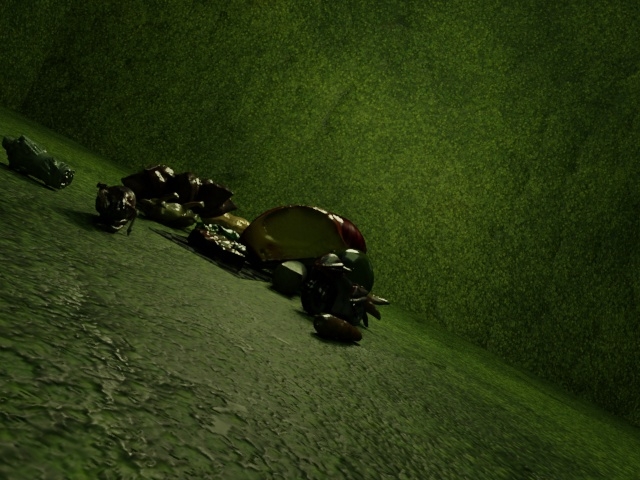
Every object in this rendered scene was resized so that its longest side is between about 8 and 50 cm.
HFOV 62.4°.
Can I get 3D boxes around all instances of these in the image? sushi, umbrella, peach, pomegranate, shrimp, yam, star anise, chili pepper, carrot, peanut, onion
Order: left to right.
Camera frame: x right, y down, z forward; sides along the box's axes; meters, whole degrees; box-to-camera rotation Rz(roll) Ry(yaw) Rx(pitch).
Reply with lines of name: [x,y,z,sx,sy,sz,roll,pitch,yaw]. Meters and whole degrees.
umbrella: [-0.512,-0.142,0.949,0.144,0.067,0.062,34,42,6]
shrimp: [-0.327,-0.053,0.845,0.075,0.073,0.190,22,-3,-27]
star anise: [-0.370,-0.121,1.423,0.316,0.108,0.315,4,-10,1]
chili pepper: [-0.276,-0.018,1.414,0.073,0.050,0.182,39,10,38]
sushi: [-0.214,0.014,1.132,0.231,0.047,0.220,27,0,16]
peanut: [-0.322,-0.056,1.807,0.193,0.089,0.089,22,1,-11]
peach: [-0.081,-0.004,1.328,0.268,0.158,0.154,-8,-15,-7]
yam: [-0.066,0.077,1.164,0.068,0.068,0.169,27,-1,3]
onion: [0.000,0.000,1.543,0.273,0.285,0.273,4,-40,4]
carrot: [0.035,0.148,0.874,0.036,0.035,0.165,27,-2,34]
pomegranate: [0.070,0.106,1.215,0.191,0.131,0.152,41,-42,-14]

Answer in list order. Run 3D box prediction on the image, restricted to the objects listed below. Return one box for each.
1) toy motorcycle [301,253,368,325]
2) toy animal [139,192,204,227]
toy motorcycle: [0.033,0.100,1.055,0.082,0.122,0.213,10,-11,35]
toy animal: [-0.354,-0.068,1.257,0.099,0.056,0.241,-13,-11,23]
